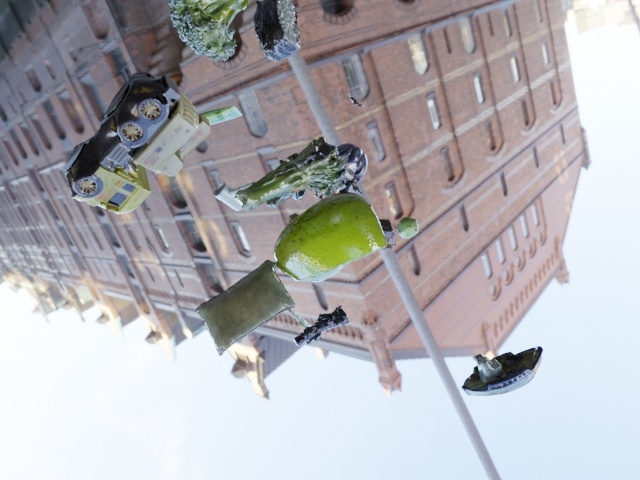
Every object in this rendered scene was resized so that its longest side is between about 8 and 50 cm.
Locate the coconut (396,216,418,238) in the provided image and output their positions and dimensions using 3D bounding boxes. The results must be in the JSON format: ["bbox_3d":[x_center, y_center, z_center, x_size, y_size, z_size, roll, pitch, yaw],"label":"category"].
[{"bbox_3d":[0.358,-0.055,1.969,0.096,0.088,0.088,-48,-173,22],"label":"coconut"}]

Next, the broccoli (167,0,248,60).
[{"bbox_3d":[-0.354,-0.730,1.520,0.246,0.248,0.288,-30,158,-8],"label":"broccoli"}]

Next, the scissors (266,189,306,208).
[{"bbox_3d":[-0.099,-0.161,1.509,0.041,0.138,0.289,13,-152,15],"label":"scissors"}]

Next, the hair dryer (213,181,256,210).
[{"bbox_3d":[-0.333,-0.206,2.050,0.236,0.131,0.073,-16,-132,42],"label":"hair dryer"}]

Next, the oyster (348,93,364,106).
[{"bbox_3d":[0.119,-0.468,1.636,0.019,0.054,0.083,-52,-142,16],"label":"oyster"}]

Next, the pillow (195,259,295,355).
[{"bbox_3d":[-0.235,0.208,1.530,0.302,0.185,0.075,-34,158,3],"label":"pillow"}]

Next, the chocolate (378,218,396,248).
[{"bbox_3d":[0.173,-0.037,2.145,0.321,0.112,0.112,2,-140,-1],"label":"chocolate"}]

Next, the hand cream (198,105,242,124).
[{"bbox_3d":[-0.388,-0.465,1.813,0.175,0.046,0.095,-10,172,8],"label":"hand cream"}]

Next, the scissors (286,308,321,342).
[{"bbox_3d":[-0.073,0.363,2.112,0.027,0.204,0.101,-44,-164,11],"label":"scissors"}]

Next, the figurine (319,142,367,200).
[{"bbox_3d":[0.077,-0.265,1.956,0.265,0.175,0.197,-44,-149,4],"label":"figurine"}]

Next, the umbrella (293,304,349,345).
[{"bbox_3d":[-0.002,0.322,1.821,0.224,0.071,0.080,-30,-131,-9],"label":"umbrella"}]

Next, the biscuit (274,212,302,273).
[{"bbox_3d":[-0.085,0.019,2.096,0.187,0.273,0.036,10,169,15],"label":"biscuit"}]

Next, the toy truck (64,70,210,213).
[{"bbox_3d":[-0.503,-0.258,1.339,0.405,0.254,0.180,-43,-137,14],"label":"toy truck"}]

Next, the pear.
[{"bbox_3d":[0.000,0.000,1.514,0.318,0.238,0.342,-24,179,-16],"label":"pear"}]

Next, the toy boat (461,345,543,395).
[{"bbox_3d":[0.531,0.372,1.417,0.262,0.115,0.114,-16,-161,-5],"label":"toy boat"}]

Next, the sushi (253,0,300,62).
[{"bbox_3d":[-0.148,-0.709,1.604,0.127,0.225,0.124,-19,161,32],"label":"sushi"}]

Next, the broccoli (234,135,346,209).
[{"bbox_3d":[-0.079,-0.147,1.213,0.304,0.145,0.165,-27,-177,-33],"label":"broccoli"}]
